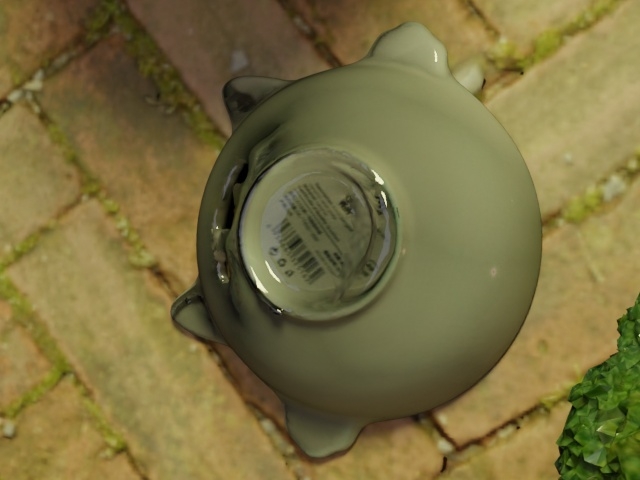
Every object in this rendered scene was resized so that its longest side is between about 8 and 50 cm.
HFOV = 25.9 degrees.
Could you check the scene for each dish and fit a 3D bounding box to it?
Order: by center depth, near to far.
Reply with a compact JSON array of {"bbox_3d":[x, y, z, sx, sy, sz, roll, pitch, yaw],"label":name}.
[{"bbox_3d":[0.000,0.000,0.759,0.228,0.086,0.236,-11,83,19],"label":"dish"}]

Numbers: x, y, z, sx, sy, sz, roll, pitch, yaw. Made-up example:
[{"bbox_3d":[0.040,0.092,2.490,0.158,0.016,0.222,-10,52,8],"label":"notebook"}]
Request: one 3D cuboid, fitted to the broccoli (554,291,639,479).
[{"bbox_3d":[0.277,0.077,0.544,0.413,0.321,0.310,-27,49,-6],"label":"broccoli"}]
